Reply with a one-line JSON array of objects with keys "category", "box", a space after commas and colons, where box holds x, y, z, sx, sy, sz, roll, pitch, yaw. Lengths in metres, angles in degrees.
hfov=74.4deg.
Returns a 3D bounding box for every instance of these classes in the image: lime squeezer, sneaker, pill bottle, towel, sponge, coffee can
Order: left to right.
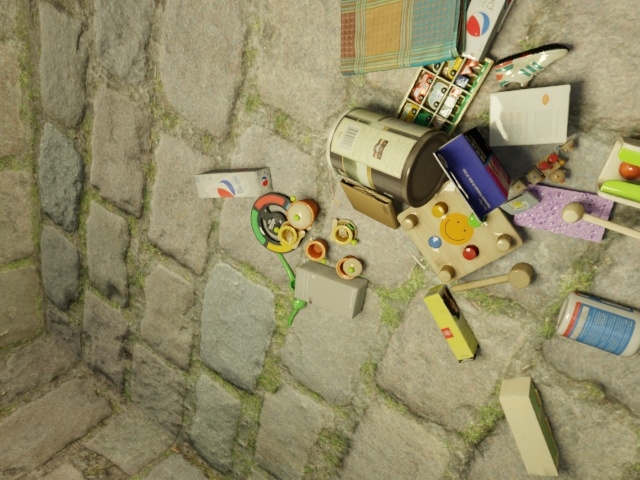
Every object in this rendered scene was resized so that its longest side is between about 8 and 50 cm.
[{"category": "lime squeezer", "box": [-0.102, 0.192, 1.603, 0.110, 0.058, 0.311, 22, 125, 57]}, {"category": "coffee can", "box": [0.181, -0.231, 1.139, 0.275, 0.201, 0.202, 31, 122, 36]}, {"category": "towel", "box": [0.192, -0.578, 1.071, 0.370, 0.040, 0.272, 12, 108, 42]}, {"category": "sneaker", "box": [0.507, -0.416, 1.016, 0.161, 0.057, 0.075, -6, 123, 30]}, {"category": "sponge", "box": [0.617, -0.077, 1.086, 0.210, 0.031, 0.117, 15, 114, 25]}, {"category": "pill bottle", "box": [0.737, 0.221, 1.074, 0.221, 0.124, 0.124, 19, 117, 24]}]

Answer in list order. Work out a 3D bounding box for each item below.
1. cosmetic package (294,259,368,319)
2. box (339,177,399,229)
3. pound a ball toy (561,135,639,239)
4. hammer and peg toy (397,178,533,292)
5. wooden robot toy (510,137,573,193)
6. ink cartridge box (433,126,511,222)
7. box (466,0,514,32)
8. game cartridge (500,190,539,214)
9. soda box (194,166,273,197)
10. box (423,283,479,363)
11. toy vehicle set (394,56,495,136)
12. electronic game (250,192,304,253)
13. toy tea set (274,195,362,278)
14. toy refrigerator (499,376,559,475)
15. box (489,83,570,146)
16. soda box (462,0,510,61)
[{"category": "cosmetic package", "box": [0.035, 0.169, 1.474, 0.237, 0.107, 0.127, 17, 113, 27]}, {"category": "box", "box": [0.149, -0.106, 1.257, 0.164, 0.201, 0.021, 30, 83, 24]}, {"category": "pound a ball toy", "box": [0.746, -0.102, 0.941, 0.319, 0.135, 0.208, 21, 122, 21]}, {"category": "hammer and peg toy", "box": [0.408, 0.015, 1.183, 0.266, 0.127, 0.361, -36, 89, 35]}, {"category": "wooden robot toy", "box": [0.567, -0.165, 1.040, 0.173, 0.076, 0.079, -42, 85, 21]}, {"category": "ink cartridge box", "box": [0.368, -0.170, 0.990, 0.069, 0.371, 0.176, -34, 90, 33]}, {"category": "box", "box": [0.405, -0.617, 1.001, 0.145, 0.038, 0.186, 32, 122, 16]}, {"category": "game cartridge", "box": [0.515, -0.096, 1.090, 0.056, 0.017, 0.083, 24, 146, -25]}, {"category": "soda box", "box": [-0.319, -0.210, 1.539, 0.286, 0.098, 0.091, 2, 110, 29]}, {"category": "box", "box": [0.406, 0.255, 1.302, 0.058, 0.087, 0.232, -27, 94, 35]}, {"category": "toy vehicle set", "box": [0.321, -0.389, 1.137, 0.166, 0.035, 0.267, 34, 122, 15]}, {"category": "electronic game", "box": [-0.159, -0.061, 1.532, 0.229, 0.048, 0.229, 11, 114, 27]}, {"category": "toy tea set", "box": [0.000, 0.000, 1.396, 0.336, 0.124, 0.200, 29, 114, 8]}, {"category": "toy refrigerator", "box": [0.637, 0.560, 1.274, 0.094, 0.102, 0.270, -19, 97, 34]}, {"category": "box", "box": [0.508, -0.303, 1.027, 0.170, 0.091, 0.130, 4, 110, 29]}, {"category": "soda box", "box": [0.387, -0.536, 0.977, 0.073, 0.069, 0.216, 30, 120, 19]}]
